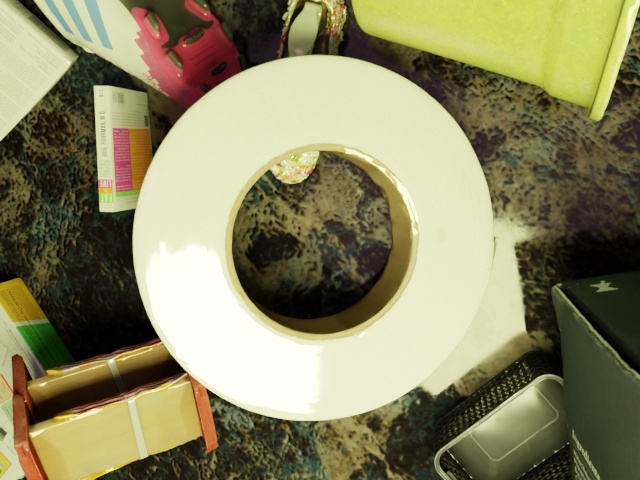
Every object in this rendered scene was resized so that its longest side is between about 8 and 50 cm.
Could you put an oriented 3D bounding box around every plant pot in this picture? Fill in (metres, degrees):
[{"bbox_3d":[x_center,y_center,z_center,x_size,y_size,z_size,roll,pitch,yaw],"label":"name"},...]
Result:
[{"bbox_3d":[0.174,-0.275,0.597,0.254,0.276,0.275,15,101,19],"label":"plant pot"}]

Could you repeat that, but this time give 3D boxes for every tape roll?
[{"bbox_3d":[0.000,0.000,0.673,0.393,0.072,0.391,-2,97,-14],"label":"tape roll"}]

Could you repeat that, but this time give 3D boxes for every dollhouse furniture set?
[{"bbox_3d":[-0.235,0.298,0.785,0.202,0.152,0.373,-14,123,-19],"label":"dollhouse furniture set"}]

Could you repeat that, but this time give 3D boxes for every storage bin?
[{"bbox_3d":[0.234,0.234,0.735,0.180,0.084,0.122,-42,90,12],"label":"storage bin"}]

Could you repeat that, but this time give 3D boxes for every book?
[{"bbox_3d":[-0.239,-0.111,0.756,0.035,0.096,0.144,2,99,10],"label":"book"}]

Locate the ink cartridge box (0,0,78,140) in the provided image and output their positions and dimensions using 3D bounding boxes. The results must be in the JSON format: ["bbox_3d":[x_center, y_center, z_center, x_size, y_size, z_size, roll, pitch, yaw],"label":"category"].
[{"bbox_3d":[-0.447,-0.212,0.767,0.225,0.056,0.181,-40,115,15],"label":"ink cartridge box"}]

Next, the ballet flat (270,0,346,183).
[{"bbox_3d":[-0.029,-0.184,0.720,0.091,0.077,0.240,10,101,7],"label":"ballet flat"}]

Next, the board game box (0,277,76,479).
[{"bbox_3d":[-0.489,0.234,0.867,0.317,0.064,0.242,-31,92,13],"label":"board game box"}]

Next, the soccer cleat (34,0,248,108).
[{"bbox_3d":[-0.227,-0.257,0.738,0.331,0.116,0.143,42,145,-13],"label":"soccer cleat"}]

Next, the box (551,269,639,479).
[{"bbox_3d":[0.497,0.258,0.531,0.481,0.297,0.471,-10,104,4],"label":"box"}]
